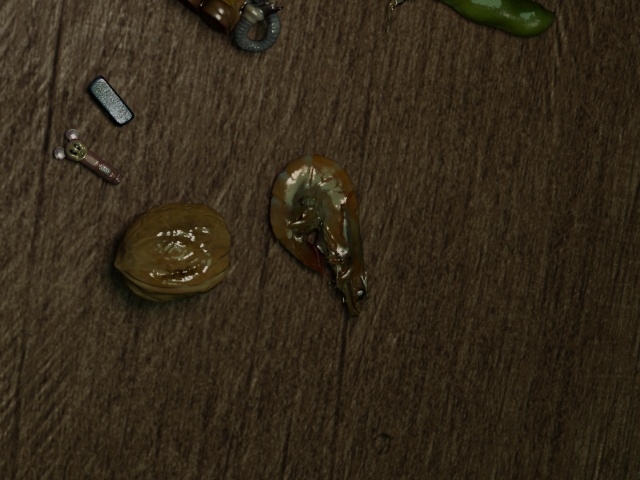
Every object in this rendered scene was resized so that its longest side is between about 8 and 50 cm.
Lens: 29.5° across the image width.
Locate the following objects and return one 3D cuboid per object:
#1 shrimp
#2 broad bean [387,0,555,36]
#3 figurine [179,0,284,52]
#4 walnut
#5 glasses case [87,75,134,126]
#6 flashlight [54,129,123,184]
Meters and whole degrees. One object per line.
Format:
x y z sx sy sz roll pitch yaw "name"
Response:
0.000 0.000 2.010 0.152 0.063 0.287 -15 99 -18 "shrimp"
0.259 -0.395 2.074 0.318 0.056 0.098 -2 104 -17 "broad bean"
-0.077 -0.505 1.854 0.261 0.186 0.382 37 88 -11 "figurine"
-0.228 0.020 1.873 0.184 0.155 0.155 -11 101 -19 "walnut"
-0.323 -0.213 1.870 0.033 0.023 0.083 -41 108 -7 "glasses case"
-0.351 -0.122 1.865 0.110 0.031 0.052 36 82 -22 "flashlight"
